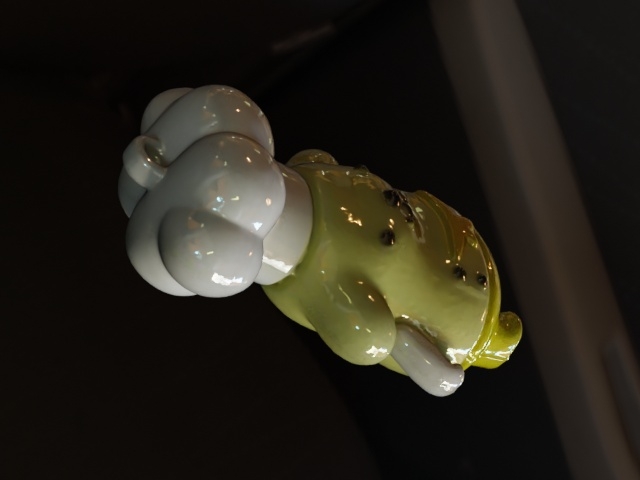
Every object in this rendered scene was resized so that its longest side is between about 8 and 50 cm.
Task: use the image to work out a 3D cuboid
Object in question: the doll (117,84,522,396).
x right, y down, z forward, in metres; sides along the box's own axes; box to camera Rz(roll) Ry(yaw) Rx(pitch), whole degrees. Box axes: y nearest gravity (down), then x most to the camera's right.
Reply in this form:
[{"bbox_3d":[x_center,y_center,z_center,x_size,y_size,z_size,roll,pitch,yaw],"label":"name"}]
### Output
[{"bbox_3d":[0.000,0.000,0.517,0.162,0.062,0.106,22,30,-33],"label":"doll"}]
